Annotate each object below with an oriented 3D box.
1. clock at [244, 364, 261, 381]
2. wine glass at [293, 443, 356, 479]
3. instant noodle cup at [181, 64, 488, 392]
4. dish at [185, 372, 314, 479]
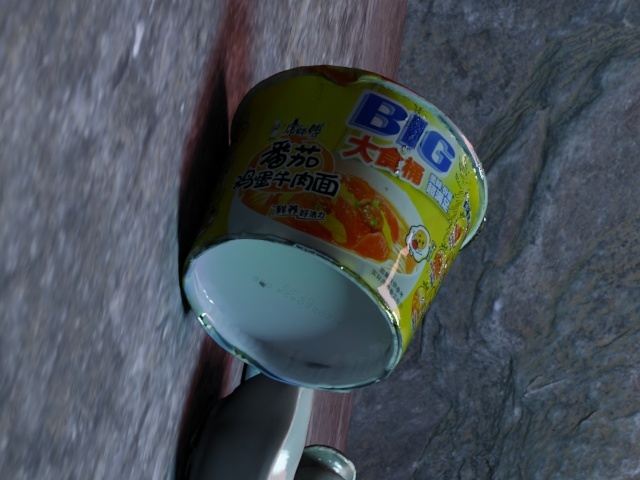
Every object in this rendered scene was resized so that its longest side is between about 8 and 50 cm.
[{"bbox_3d":[-0.047,0.135,1.346,0.147,0.045,0.108,90,12,-62],"label":"clock"},{"bbox_3d":[-0.011,0.366,1.755,0.204,0.111,0.111,-74,172,-58],"label":"wine glass"},{"bbox_3d":[0.000,0.000,0.931,0.205,0.205,0.153,93,19,-50],"label":"instant noodle cup"},{"bbox_3d":[-0.065,0.189,1.084,0.229,0.081,0.229,13,90,-85],"label":"dish"}]
